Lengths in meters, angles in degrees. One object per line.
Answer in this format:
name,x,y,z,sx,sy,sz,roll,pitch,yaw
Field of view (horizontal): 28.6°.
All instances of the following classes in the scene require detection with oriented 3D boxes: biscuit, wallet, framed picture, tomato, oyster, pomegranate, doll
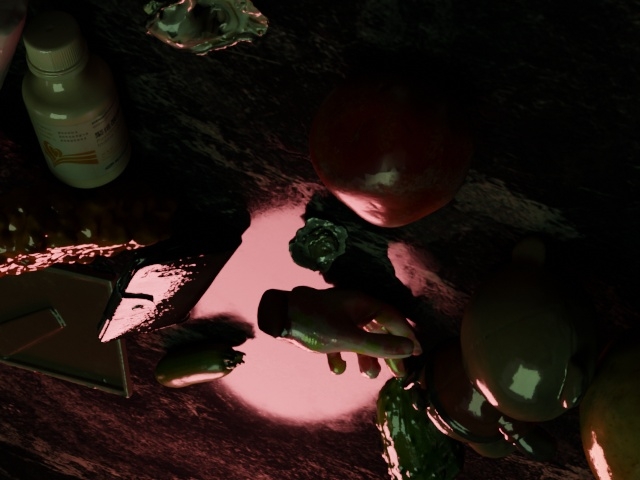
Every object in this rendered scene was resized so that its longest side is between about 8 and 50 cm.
biscuit,-0.395,-0.014,1.726,0.312,0.110,0.318,-10,177,44
wallet,-0.233,0.073,1.872,0.045,0.172,0.318,67,152,15
framed picture,-0.484,0.135,2.181,0.335,0.022,0.247,11,124,23
tomato,0.082,-0.094,1.348,0.187,0.151,0.187,14,149,8
oyster,-0.141,-0.243,1.366,0.166,0.053,0.108,-13,161,37
pomegranate,0.429,0.224,1.503,0.260,0.260,0.260,18,151,11
oyster,0.001,0.001,1.695,0.098,0.037,0.100,21,136,-33
doll,0.225,0.151,1.568,0.174,0.235,0.330,2,148,-23

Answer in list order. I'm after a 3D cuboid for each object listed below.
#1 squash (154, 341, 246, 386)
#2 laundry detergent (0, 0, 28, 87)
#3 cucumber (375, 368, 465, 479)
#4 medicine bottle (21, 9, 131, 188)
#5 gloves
squash,-0.221,0.217,2.172,0.069,0.069,0.258,38,148,-23
laundry detergent,-0.425,-0.219,1.516,0.088,0.159,0.335,8,155,-21
cucumber,0.145,0.283,1.964,0.134,0.134,0.244,8,138,27
medicine bottle,-0.305,-0.175,1.539,0.114,0.114,0.252,17,149,13
gloves,0.040,0.122,1.779,0.241,0.126,0.145,6,155,-29
